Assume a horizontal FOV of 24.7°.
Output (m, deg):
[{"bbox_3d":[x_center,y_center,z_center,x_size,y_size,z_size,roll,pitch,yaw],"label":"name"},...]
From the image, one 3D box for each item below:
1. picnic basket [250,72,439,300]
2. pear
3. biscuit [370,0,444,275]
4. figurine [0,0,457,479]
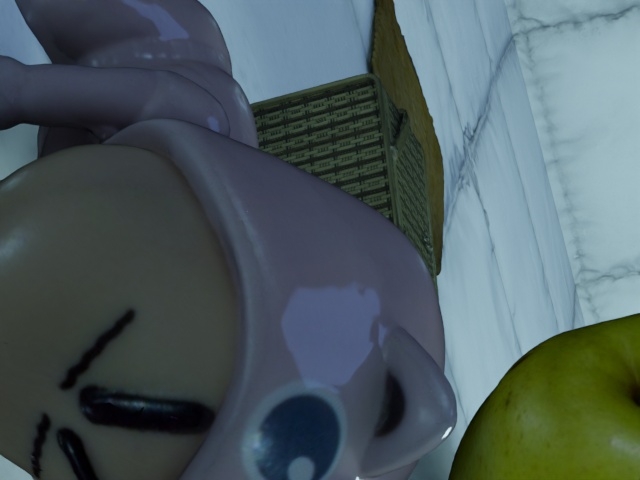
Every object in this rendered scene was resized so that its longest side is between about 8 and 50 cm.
[{"bbox_3d":[0.000,0.000,0.796,0.079,0.115,0.164,50,30,-57],"label":"picnic basket"},{"bbox_3d":[0.275,0.242,1.163,0.362,0.362,0.418,-84,162,-51],"label":"pear"},{"bbox_3d":[0.088,-0.111,1.439,0.237,0.013,0.232,-83,156,-55],"label":"biscuit"},{"bbox_3d":[-0.072,0.002,0.523,0.186,0.176,0.287,-1,55,-34],"label":"figurine"}]
